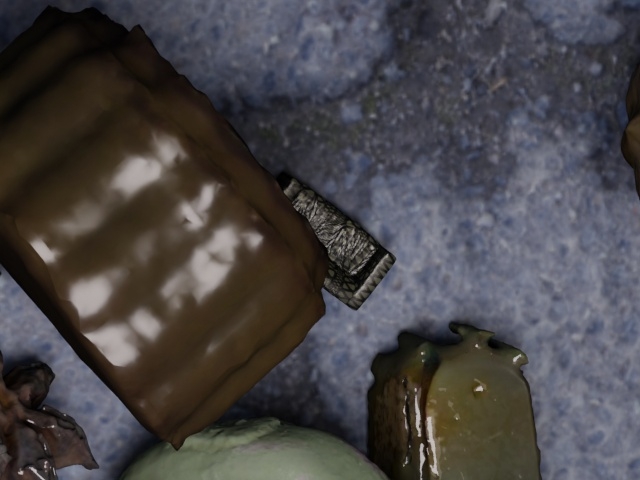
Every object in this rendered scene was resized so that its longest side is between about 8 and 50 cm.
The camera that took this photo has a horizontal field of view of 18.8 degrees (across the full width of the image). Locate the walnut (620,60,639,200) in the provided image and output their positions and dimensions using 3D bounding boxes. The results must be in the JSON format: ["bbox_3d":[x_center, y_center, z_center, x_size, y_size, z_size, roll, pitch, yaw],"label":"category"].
[{"bbox_3d":[0.352,-0.090,1.601,0.224,0.224,0.224,-3,102,-15],"label":"walnut"}]

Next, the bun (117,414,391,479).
[{"bbox_3d":[-0.029,0.261,1.572,0.293,0.187,0.293,6,113,15],"label":"bun"}]

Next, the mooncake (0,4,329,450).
[{"bbox_3d":[-0.141,-0.016,1.415,0.187,0.324,0.324,-41,109,-9],"label":"mooncake"}]

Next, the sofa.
[{"bbox_3d":[0.000,0.000,1.600,0.118,0.039,0.060,38,89,-20],"label":"sofa"}]

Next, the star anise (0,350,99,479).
[{"bbox_3d":[-0.245,0.128,1.492,0.063,0.208,0.171,-48,150,23],"label":"star anise"}]

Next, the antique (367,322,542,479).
[{"bbox_3d":[0.116,0.214,1.638,0.125,0.150,0.284,-6,95,-19],"label":"antique"}]
